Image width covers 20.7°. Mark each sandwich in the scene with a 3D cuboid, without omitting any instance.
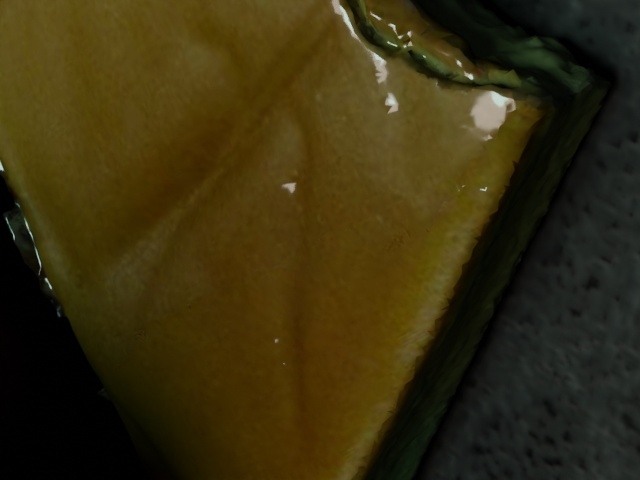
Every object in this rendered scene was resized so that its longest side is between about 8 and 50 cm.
[{"bbox_3d":[0.000,0.000,0.532,0.212,0.063,0.245,-23,93,46],"label":"sandwich"}]

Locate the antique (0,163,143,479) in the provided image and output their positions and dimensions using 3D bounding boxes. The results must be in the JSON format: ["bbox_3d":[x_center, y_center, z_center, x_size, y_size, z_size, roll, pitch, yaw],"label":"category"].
[{"bbox_3d":[-0.176,0.077,0.654,0.223,0.129,0.278,20,133,6],"label":"antique"}]
